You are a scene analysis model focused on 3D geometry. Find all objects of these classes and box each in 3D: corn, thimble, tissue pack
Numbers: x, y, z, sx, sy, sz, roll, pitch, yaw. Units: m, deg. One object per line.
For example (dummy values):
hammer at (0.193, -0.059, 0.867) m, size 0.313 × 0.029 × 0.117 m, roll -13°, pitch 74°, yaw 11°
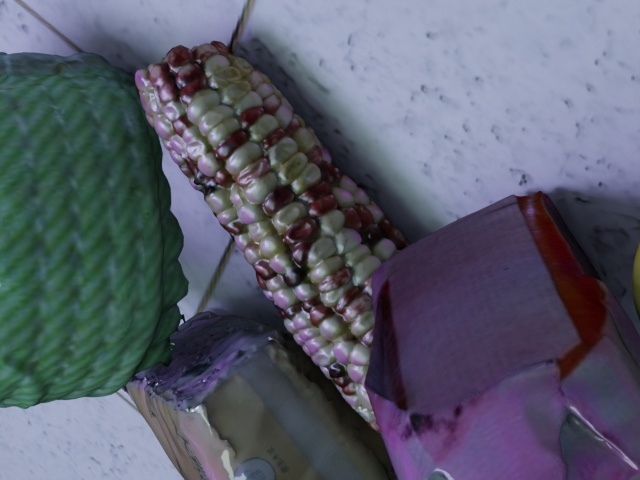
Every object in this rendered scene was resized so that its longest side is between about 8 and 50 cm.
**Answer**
corn at (0.000, 0.000, 0.956) m, size 0.280 × 0.092 × 0.092 m, roll 54°, pitch 144°, yaw -6°
thimble at (-0.181, -0.006, 1.016) m, size 0.219 × 0.150 × 0.219 m, roll 14°, pitch 107°, yaw 57°
tissue pack at (-0.002, 0.164, 1.064) m, size 0.256 × 0.123 × 0.215 m, roll 54°, pitch 166°, yaw -10°

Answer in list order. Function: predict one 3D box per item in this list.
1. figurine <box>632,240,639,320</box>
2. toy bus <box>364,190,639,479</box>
figurine at (0.209, 0.033, 0.738) m, size 0.131 × 0.156 × 0.246 m, roll 42°, pitch 157°, yaw 44°
toy bus at (0.096, 0.082, 0.771) m, size 0.127 × 0.302 × 0.147 m, roll -25°, pitch 102°, yaw 7°
